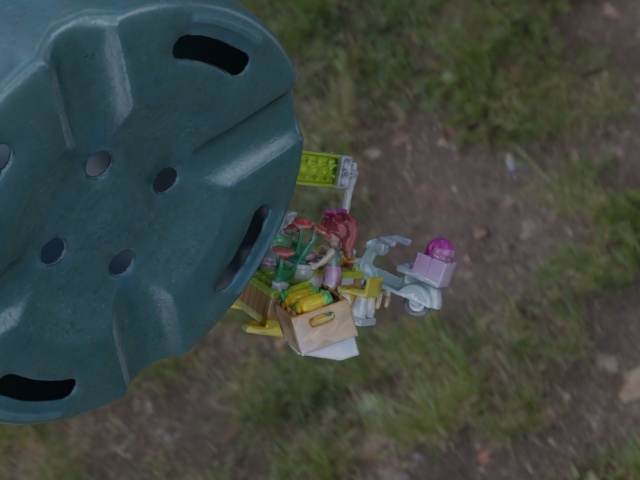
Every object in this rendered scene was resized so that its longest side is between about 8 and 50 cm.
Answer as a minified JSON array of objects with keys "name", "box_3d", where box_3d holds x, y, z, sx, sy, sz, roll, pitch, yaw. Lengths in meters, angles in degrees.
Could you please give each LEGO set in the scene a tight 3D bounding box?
[{"name":"LEGO set","box_3d":[0.000,0.000,1.096,0.132,0.287,0.107,12,96,15]}]

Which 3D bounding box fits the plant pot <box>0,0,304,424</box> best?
[{"name":"plant pot","box_3d":[-0.208,-0.089,0.948,0.341,0.341,0.334,-46,56,-9]}]
